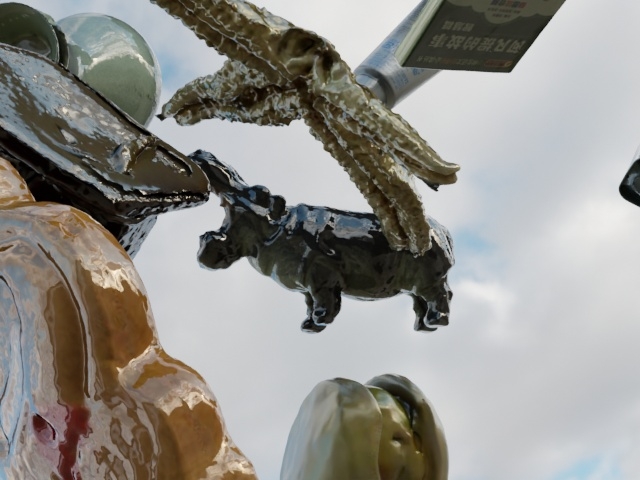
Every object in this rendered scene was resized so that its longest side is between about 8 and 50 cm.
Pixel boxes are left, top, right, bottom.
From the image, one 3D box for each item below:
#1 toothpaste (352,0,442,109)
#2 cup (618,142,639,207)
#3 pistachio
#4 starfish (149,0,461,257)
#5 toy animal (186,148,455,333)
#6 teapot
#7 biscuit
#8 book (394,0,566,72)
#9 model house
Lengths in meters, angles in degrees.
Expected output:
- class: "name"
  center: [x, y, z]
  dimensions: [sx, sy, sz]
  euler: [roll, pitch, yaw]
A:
- class: "toothpaste"
  center: [0.130, -0.262, 1.176]
  dimensions: [0.299, 0.114, 0.073]
  euler: [-44, -4, -27]
- class: "cup"
  center: [0.560, -0.129, 1.366]
  dimensions: [0.129, 0.095, 0.128]
  euler: [-53, -16, -43]
- class: "pistachio"
  center: [0.033, 0.275, 0.888]
  dimensions: [0.166, 0.197, 0.288]
  euler: [7, -80, -40]
- class: "starfish"
  center: [-0.053, -0.144, 0.797]
  dimensions: [0.082, 0.432, 0.324]
  euler: [-57, -4, -15]
- class: "toy animal"
  center: [-0.009, 0.014, 0.950]
  dimensions: [0.343, 0.168, 0.106]
  euler: [16, -16, -8]
- class: "teapot"
  center: [-0.299, -0.193, 0.973]
  dimensions: [0.183, 0.183, 0.251]
  euler: [-33, -5, 7]
- class: "biscuit"
  center: [-0.162, 0.062, 0.457]
  dimensions: [0.047, 0.334, 0.202]
  euler: [-23, -38, -46]
- class: "book"
  center: [0.232, -0.311, 1.024]
  dimensions: [0.202, 0.027, 0.264]
  euler: [-5, -34, -34]
- class: "model house"
  center: [-0.217, -0.031, 0.647]
  dimensions: [0.203, 0.141, 0.164]
  euler: [39, -61, -12]
